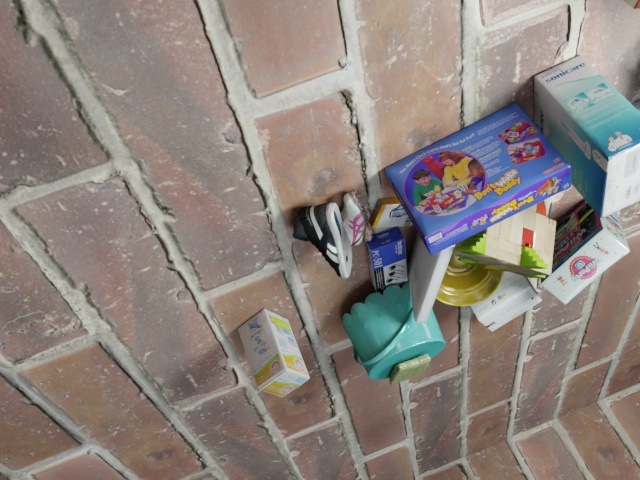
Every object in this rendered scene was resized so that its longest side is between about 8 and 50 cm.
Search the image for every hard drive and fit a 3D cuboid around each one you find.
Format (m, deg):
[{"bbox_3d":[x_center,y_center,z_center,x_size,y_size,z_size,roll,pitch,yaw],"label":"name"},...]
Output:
[{"bbox_3d":[0.279,0.041,1.760,0.040,0.203,0.307,3,138,-5],"label":"hard drive"}]

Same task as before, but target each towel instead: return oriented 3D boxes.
[{"bbox_3d":[0.254,0.370,1.956,0.110,0.027,0.148,-15,153,-13],"label":"towel"}]

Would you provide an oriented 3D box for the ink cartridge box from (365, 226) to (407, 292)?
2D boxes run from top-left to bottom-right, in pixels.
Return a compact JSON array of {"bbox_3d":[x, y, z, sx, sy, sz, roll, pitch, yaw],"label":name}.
[{"bbox_3d":[0.180,0.055,1.850,0.097,0.046,0.207,-20,142,-6],"label":"ink cartridge box"}]

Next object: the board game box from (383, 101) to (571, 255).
[{"bbox_3d":[0.352,-0.145,1.555,0.347,0.233,0.078,-26,142,3],"label":"board game box"}]

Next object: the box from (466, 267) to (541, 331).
[{"bbox_3d":[0.520,0.138,2.018,0.181,0.182,0.119,-37,140,15],"label":"box"}]

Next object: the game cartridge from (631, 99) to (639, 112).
[{"bbox_3d":[0.852,-0.258,1.839,0.198,0.062,0.297,-29,142,-1],"label":"game cartridge"}]

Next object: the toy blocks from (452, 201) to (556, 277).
[{"bbox_3d":[0.472,-0.065,1.717,0.381,0.261,0.190,15,169,-39],"label":"toy blocks"}]

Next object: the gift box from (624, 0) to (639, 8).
[{"bbox_3d":[0.745,-0.533,1.285,0.276,0.258,0.255,-13,142,-27],"label":"gift box"}]

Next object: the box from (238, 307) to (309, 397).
[{"bbox_3d":[-0.128,0.306,1.851,0.103,0.203,0.114,-37,141,16],"label":"box"}]

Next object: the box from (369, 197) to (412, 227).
[{"bbox_3d":[0.197,-0.072,1.726,0.136,0.028,0.081,-5,138,-27],"label":"box"}]

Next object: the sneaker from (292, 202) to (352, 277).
[{"bbox_3d":[0.000,0.000,1.640,0.121,0.079,0.217,-2,128,19],"label":"sneaker"}]

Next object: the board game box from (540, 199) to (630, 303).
[{"bbox_3d":[0.725,0.016,1.905,0.097,0.303,0.224,40,117,-4],"label":"board game box"}]

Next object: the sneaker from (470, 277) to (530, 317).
[{"bbox_3d":[0.566,0.179,2.157,0.111,0.103,0.252,-1,136,-30],"label":"sneaker"}]

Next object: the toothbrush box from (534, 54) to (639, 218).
[{"bbox_3d":[0.608,-0.235,1.537,0.126,0.295,0.216,-25,141,-1],"label":"toothbrush box"}]

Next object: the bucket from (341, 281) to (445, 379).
[{"bbox_3d":[0.213,0.267,1.968,0.281,0.183,0.281,-19,152,-10],"label":"bucket"}]

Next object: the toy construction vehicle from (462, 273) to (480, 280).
[{"bbox_3d":[0.450,0.082,1.993,0.086,0.098,0.035,-53,138,0],"label":"toy construction vehicle"}]

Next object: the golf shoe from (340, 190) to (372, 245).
[{"bbox_3d":[0.074,-0.045,1.657,0.086,0.067,0.186,-21,142,-3],"label":"golf shoe"}]

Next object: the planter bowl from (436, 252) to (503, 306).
[{"bbox_3d":[0.400,0.073,1.928,0.217,0.090,0.217,1,122,1],"label":"planter bowl"}]
